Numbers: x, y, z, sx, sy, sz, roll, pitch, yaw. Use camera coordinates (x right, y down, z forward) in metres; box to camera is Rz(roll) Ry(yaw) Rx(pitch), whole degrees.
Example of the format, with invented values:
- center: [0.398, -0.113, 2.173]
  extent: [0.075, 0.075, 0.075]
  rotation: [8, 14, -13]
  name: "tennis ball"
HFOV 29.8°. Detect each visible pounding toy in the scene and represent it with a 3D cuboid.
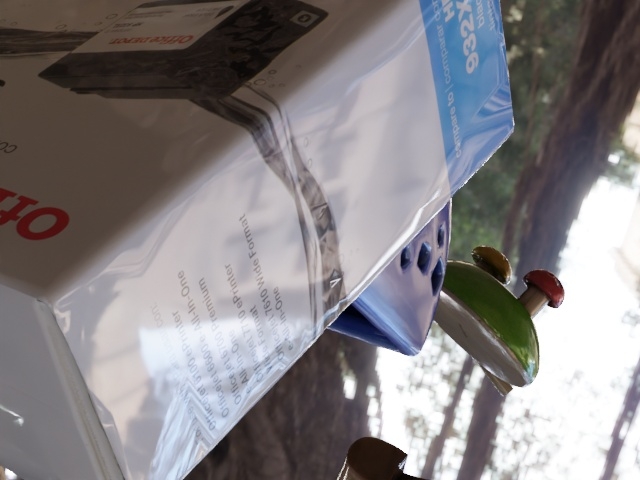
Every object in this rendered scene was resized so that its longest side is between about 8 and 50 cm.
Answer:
- center: [0.198, 0.070, 1.361]
  extent: [0.183, 0.110, 0.237]
  rotation: [44, 171, 10]
  name: "pounding toy"

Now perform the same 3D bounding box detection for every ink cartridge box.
- center: [-0.081, -0.044, 0.587]
  extent: [0.223, 0.129, 0.307]
  rotation: [18, -134, 34]
  name: "ink cartridge box"

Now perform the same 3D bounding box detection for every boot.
- center: [0.095, 0.257, 1.017]
  extent: [0.197, 0.152, 0.073]
  rotation: [36, -122, 23]
  name: "boot"

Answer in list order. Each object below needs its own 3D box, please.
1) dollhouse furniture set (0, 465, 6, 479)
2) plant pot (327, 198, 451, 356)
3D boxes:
- center: [-0.360, 0.243, 0.821]
  extent: [0.394, 0.362, 0.256]
  rotation: [23, -157, -37]
  name: "dollhouse furniture set"
- center: [-0.009, -0.060, 1.027]
  extent: [0.236, 0.212, 0.236]
  rotation: [17, 165, 29]
  name: "plant pot"
